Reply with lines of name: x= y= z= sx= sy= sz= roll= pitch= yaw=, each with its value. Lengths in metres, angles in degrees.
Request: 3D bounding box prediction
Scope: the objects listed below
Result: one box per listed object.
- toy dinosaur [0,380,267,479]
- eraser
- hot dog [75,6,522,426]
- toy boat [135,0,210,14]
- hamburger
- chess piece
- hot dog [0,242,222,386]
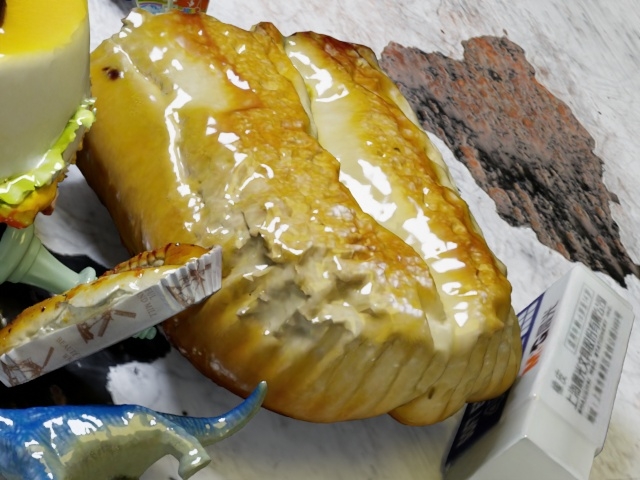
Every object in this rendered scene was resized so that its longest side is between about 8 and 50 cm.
toy dinosaur: x=-0.171 y=0.116 z=1.113 sx=0.247 sy=0.075 sz=0.188 roll=-30 pitch=75 yaw=-31
eraser: x=0.192 y=0.142 z=1.389 sx=0.081 sy=0.124 sz=0.279 roll=40 pitch=35 yaw=-7
hot dog: x=0.000 y=0.000 z=1.316 sx=0.367 sy=0.196 sz=0.365 roll=2 pitch=40 yaw=-42
toy boat: x=-0.141 y=-0.229 z=1.536 sx=0.175 sy=0.110 sz=0.091 roll=10 pitch=14 yaw=38
hamburger: x=-0.303 y=-0.126 z=1.173 sx=0.276 sy=0.179 sz=0.294 roll=6 pitch=41 yaw=-14
chess piece: x=-0.189 y=0.037 z=1.220 sx=0.149 sy=0.059 sz=0.059 roll=32 pitch=35 yaw=-18
hot dog: x=-0.153 y=0.048 z=1.132 sx=0.053 sy=0.192 sz=0.099 roll=62 pitch=17 yaw=-6
